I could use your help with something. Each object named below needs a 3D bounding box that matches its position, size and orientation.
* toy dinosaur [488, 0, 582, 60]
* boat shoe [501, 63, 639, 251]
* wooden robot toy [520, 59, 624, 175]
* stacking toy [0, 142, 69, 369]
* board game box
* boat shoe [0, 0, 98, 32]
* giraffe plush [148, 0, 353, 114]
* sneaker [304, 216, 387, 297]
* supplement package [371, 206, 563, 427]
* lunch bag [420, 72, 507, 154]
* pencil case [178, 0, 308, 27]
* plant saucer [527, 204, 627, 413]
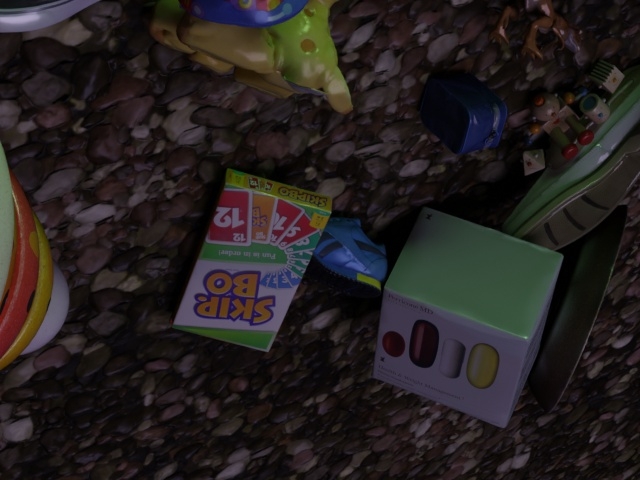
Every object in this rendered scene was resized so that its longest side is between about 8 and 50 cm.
[{"bbox_3d":[0.235,-0.269,1.630,0.112,0.064,0.211,-61,146,-17],"label":"toy dinosaur"},{"bbox_3d":[0.344,-0.100,1.882,0.302,0.103,0.113,-41,148,8],"label":"boat shoe"},{"bbox_3d":[0.297,-0.157,1.805,0.173,0.076,0.079,-43,135,13],"label":"wooden robot toy"},{"bbox_3d":[-0.356,0.020,1.324,0.350,0.351,0.480,-38,166,6],"label":"stacking toy"},{"bbox_3d":[-0.086,0.035,1.694,0.124,0.039,0.259,15,133,-11],"label":"board game box"},{"bbox_3d":[-0.203,-0.244,1.246,0.228,0.080,0.076,-19,138,-24],"label":"boat shoe"},{"bbox_3d":[-0.032,-0.230,1.355,0.181,0.210,0.170,24,87,-49],"label":"giraffe plush"},{"bbox_3d":[0.000,0.000,1.762,0.209,0.082,0.069,25,156,-38],"label":"sneaker"},{"bbox_3d":[0.185,0.100,1.877,0.203,0.194,0.149,94,20,-51],"label":"supplement package"},{"bbox_3d":[0.169,-0.146,1.676,0.065,0.098,0.067,-15,137,-31],"label":"lunch bag"},{"bbox_3d":[-0.074,-0.321,1.174,0.119,0.133,0.306,-10,130,-6],"label":"pencil case"},{"bbox_3d":[0.350,0.088,2.042,0.310,0.050,0.311,21,90,-84],"label":"plant saucer"}]
